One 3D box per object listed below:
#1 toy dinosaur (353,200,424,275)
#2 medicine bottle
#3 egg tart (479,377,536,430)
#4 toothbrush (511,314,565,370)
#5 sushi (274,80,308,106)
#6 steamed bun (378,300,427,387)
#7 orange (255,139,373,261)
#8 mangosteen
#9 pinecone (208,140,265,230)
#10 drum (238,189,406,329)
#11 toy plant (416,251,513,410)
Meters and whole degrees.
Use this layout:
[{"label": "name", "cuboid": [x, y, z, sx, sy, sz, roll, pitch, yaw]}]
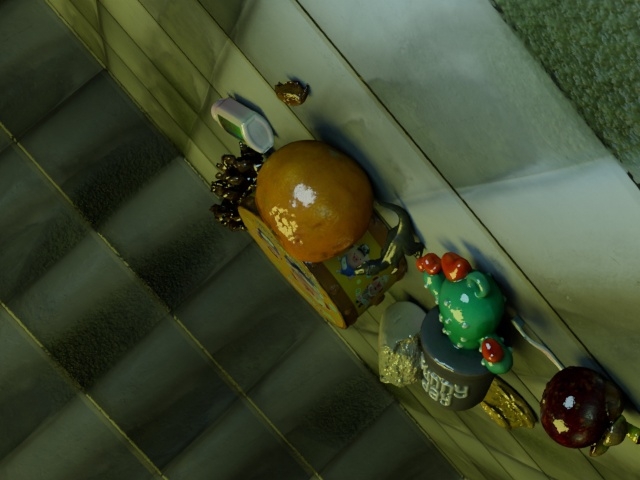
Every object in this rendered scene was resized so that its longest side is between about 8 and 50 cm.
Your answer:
[{"label": "toy dinosaur", "cuboid": [0.138, 0.017, 1.808, 0.087, 0.187, 0.179, 41, -165, 25]}, {"label": "medicine bottle", "cuboid": [-0.211, -0.310, 2.236, 0.219, 0.078, 0.115, 37, 167, 48]}, {"label": "egg tart", "cuboid": [0.464, 0.422, 2.202, 0.191, 0.074, 0.191, 46, 172, 8]}, {"label": "toothbrush", "cuboid": [0.445, 0.226, 1.683, 0.204, 0.022, 0.017, 47, 165, -1]}, {"label": "sushi", "cuboid": [-0.055, -0.299, 1.733, 0.099, 0.047, 0.050, 17, 164, 38]}, {"label": "steamed bun", "cuboid": [0.238, 0.278, 2.316, 0.171, 0.199, 0.225, 5, 157, 9]}, {"label": "orange", "cuboid": [-0.014, -0.088, 1.822, 0.261, 0.261, 0.261, 46, 170, 11]}, {"label": "mangosteen", "cuboid": [0.487, 0.302, 1.546, 0.155, 0.182, 0.145, 91, -178, -52]}, {"label": "pinecone", "cuboid": [-0.201, -0.138, 2.406, 0.257, 0.244, 0.243, 61, 171, 5]}, {"label": "drum", "cuboid": [0.000, 0.000, 2.150, 0.431, 0.214, 0.431, 47, 170, 11]}, {"label": "toy plant", "cuboid": [0.294, 0.186, 1.708, 0.400, 0.186, 0.279, 90, 176, -49]}]
